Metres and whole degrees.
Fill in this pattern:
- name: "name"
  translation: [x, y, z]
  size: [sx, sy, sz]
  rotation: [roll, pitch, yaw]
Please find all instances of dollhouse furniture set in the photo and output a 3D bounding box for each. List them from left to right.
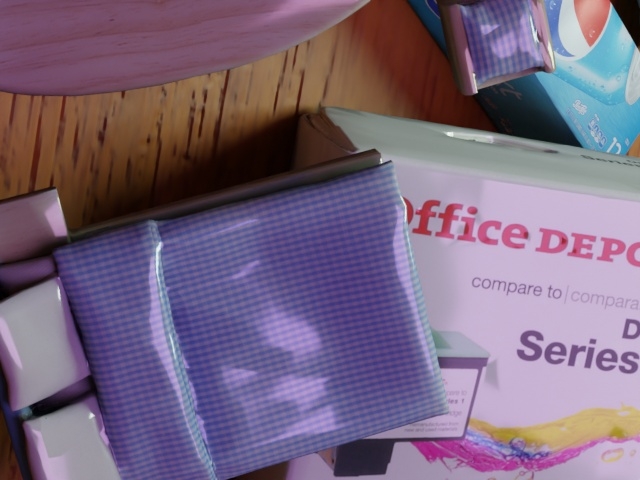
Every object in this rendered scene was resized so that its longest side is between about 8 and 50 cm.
- name: "dollhouse furniture set"
  translation: [0.000, 0.000, 0.722]
  size: [0.286, 0.198, 0.303]
  rotation: [-14, 107, -7]

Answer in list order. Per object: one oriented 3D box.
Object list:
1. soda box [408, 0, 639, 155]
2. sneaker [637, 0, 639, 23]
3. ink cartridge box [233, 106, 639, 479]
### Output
- name: "soda box"
  translation: [0.106, -0.123, 0.968]
  size: [0.067, 0.071, 0.210]
  rotation: [-55, 135, -14]
- name: "sneaker"
  translation: [0.285, -0.219, 1.087]
  size: [0.262, 0.104, 0.125]
  rotation: [-45, 130, -23]
- name: "ink cartridge box"
  translation: [0.071, 0.088, 0.923]
  size: [0.201, 0.117, 0.278]
  rotation: [8, 101, -13]
